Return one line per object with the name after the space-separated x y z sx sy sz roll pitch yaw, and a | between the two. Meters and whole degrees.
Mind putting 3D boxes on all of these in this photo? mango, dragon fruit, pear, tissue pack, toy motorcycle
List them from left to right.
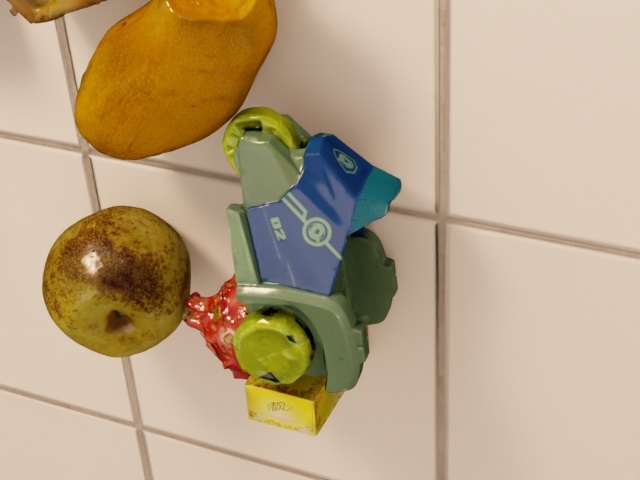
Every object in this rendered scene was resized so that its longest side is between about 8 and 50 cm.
-0.264 0.045 1.541 0.197 0.197 0.197 15 128 19 | pear
-0.157 -0.193 1.307 0.359 0.187 0.144 -32 67 45 | mango
-0.115 0.103 1.517 0.111 0.153 0.153 11 127 19 | dragon fruit
-0.014 0.159 1.483 0.095 0.176 0.062 12 126 21 | tissue pack
0.000 0.000 1.359 0.200 0.191 0.326 3 122 18 | toy motorcycle

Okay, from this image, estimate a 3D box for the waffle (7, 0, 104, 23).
-0.258 -0.364 1.261 0.328 0.098 0.224 -11 135 36 | waffle
